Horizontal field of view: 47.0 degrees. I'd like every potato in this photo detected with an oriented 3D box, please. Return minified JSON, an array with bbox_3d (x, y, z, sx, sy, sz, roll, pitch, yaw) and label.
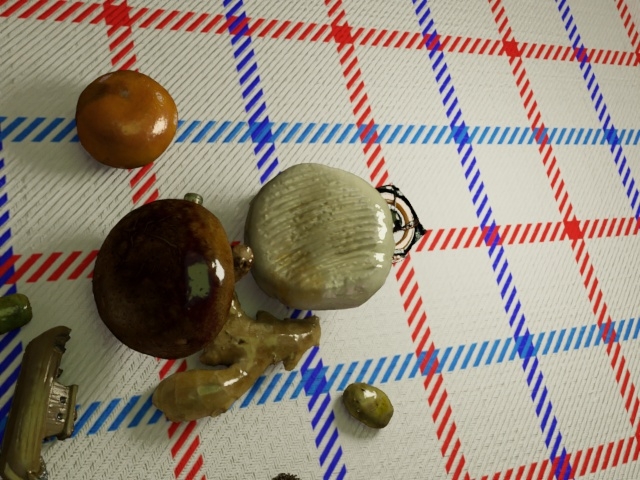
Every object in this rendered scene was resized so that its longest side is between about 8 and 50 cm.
[{"bbox_3d":[0.116,0.391,1.749,0.137,0.070,0.092,31,59,-12],"label":"potato"}]

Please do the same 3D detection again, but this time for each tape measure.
[{"bbox_3d":[0.156,-0.038,1.916,0.223,0.135,0.202,-36,96,-28],"label":"tape measure"}]

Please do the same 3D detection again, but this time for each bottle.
[{"bbox_3d":[-0.307,-0.060,1.746,0.063,0.047,0.101,12,65,-12],"label":"bottle"}]

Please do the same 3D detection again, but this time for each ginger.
[{"bbox_3d":[-0.168,0.251,1.639,0.348,0.122,0.363,16,52,-10],"label":"ginger"}]

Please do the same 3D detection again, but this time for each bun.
[{"bbox_3d":[0.000,0.000,1.739,0.364,0.219,0.365,-1,72,2],"label":"bun"}]

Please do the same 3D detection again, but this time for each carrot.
[{"bbox_3d":[-0.734,0.191,1.412,0.358,0.074,0.074,-23,80,-30],"label":"carrot"}]

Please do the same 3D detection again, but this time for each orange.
[{"bbox_3d":[-0.447,-0.273,1.693,0.240,0.171,0.240,8,63,-16],"label":"orange"}]

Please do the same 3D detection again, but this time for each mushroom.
[{"bbox_3d":[-0.329,0.072,1.539,0.345,0.345,0.239,-55,138,-33],"label":"mushroom"}]

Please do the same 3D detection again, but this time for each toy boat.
[{"bbox_3d":[-0.537,0.323,1.442,0.121,0.089,0.321,17,60,-26],"label":"toy boat"}]

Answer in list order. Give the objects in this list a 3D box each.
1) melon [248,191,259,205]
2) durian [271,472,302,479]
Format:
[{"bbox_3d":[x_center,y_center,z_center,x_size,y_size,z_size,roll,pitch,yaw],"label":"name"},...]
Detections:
[{"bbox_3d":[-0.093,-0.054,1.859,0.098,0.054,0.182,-29,83,-48],"label":"melon"},{"bbox_3d":[-0.066,0.549,1.618,0.130,0.052,0.066,25,98,-12],"label":"durian"}]
